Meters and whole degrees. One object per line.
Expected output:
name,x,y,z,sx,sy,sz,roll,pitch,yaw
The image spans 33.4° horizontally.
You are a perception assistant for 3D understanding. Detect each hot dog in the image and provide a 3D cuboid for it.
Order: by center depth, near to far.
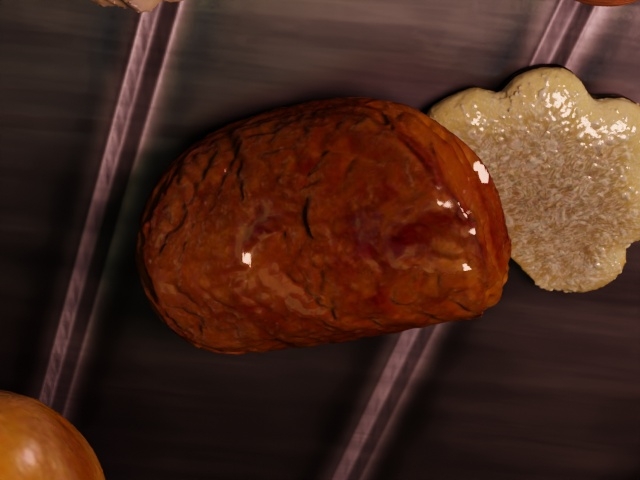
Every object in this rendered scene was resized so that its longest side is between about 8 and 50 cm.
hot dog,0.000,0.000,1.092,0.387,0.174,0.267,-10,118,20

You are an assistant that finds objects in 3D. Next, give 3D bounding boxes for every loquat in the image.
loquat,-0.414,0.293,1.215,0.328,0.328,0.360,-15,89,12

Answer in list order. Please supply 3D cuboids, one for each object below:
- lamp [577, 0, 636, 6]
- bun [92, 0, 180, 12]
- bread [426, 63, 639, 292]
lamp,0.254,-0.270,0.931,0.136,0.136,0.136,2,121,3
bun,-0.165,-0.327,0.883,0.281,0.205,0.282,1,121,1
bread,0.247,-0.070,1.099,0.286,0.056,0.207,40,117,-20
